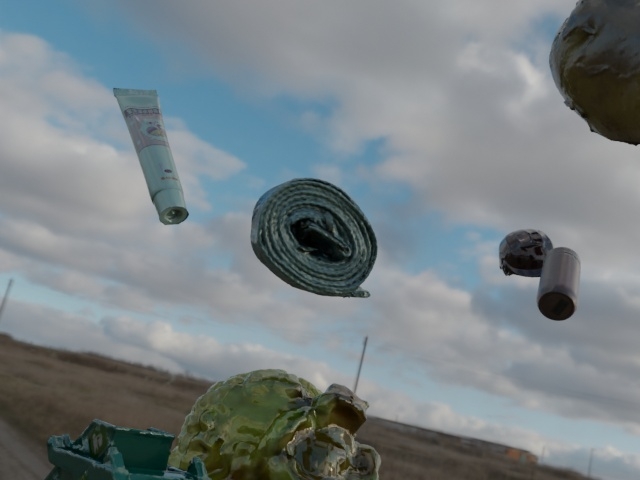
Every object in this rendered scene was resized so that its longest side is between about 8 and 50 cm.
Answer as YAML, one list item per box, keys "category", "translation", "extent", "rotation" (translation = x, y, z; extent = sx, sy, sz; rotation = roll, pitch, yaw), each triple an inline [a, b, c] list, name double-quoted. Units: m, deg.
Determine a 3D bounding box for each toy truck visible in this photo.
- category: "toy truck"
  translation: [-0.174, 0.216, 0.507]
  extent: [0.110, 0.216, 0.116]
  rotation: [23, 26, -40]

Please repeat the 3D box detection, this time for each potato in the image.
- category: "potato"
  translation: [0.272, -0.164, 0.551]
  extent: [0.081, 0.164, 0.200]
  rotation: [36, -9, -38]

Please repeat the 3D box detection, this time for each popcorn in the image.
- category: "popcorn"
  translation: [-0.057, 0.288, 0.857]
  extent: [0.258, 0.270, 0.224]
  rotation: [22, -14, 32]

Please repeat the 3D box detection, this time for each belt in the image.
- category: "belt"
  translation: [-0.007, -0.004, 0.894]
  extent: [0.163, 0.147, 0.082]
  rotation: [10, -1, -18]

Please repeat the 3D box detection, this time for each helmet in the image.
- category: "helmet"
  translation: [0.346, 0.017, 1.161]
  extent: [0.098, 0.070, 0.123]
  rotation: [-9, 6, -2]

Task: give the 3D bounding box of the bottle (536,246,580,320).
- category: "bottle"
  translation: [0.330, 0.057, 0.958]
  extent: [0.053, 0.053, 0.140]
  rotation: [9, 27, 19]

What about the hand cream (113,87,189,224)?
- category: "hand cream"
  translation: [-0.306, -0.164, 1.265]
  extent: [0.085, 0.331, 0.058]
  rotation: [-7, -39, -25]
